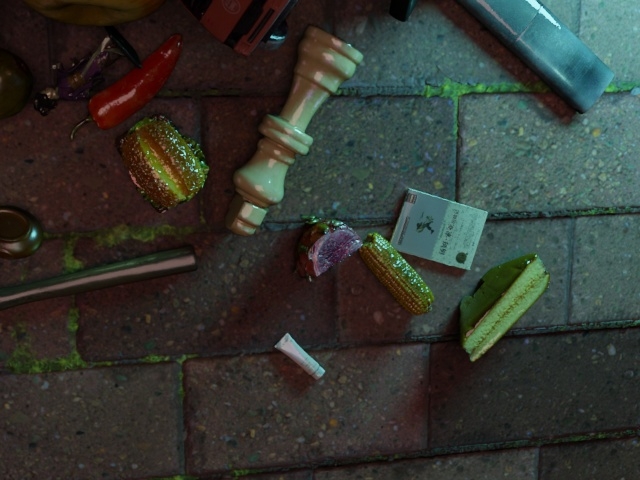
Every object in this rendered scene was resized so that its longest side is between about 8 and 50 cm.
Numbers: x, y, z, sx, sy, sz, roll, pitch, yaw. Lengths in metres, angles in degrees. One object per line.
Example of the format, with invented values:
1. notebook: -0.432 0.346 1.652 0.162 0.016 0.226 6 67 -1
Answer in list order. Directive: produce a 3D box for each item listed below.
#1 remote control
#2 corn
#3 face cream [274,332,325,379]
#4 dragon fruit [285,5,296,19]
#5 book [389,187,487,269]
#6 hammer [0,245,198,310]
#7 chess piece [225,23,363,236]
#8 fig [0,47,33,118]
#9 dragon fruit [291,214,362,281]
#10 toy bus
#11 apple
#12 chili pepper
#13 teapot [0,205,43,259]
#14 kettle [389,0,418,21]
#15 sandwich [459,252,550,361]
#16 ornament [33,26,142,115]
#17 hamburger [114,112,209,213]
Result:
1. remote control: 0.406 -0.400 1.667 0.377 0.044 0.107 37 88 -17
2. corn: 0.149 0.069 1.691 0.068 0.068 0.207 -43 108 -1
3. face cream: -0.039 0.230 1.706 0.115 0.020 0.038 44 90 -14
4. dragon fruit: -0.102 -0.441 1.518 0.138 0.142 0.175 32 56 21
5. book: 0.234 -0.021 1.720 0.181 0.014 0.127 16 98 -15
6. hammer: -0.442 0.079 1.577 0.439 0.044 0.168 -11 105 -11
7. chess piece: -0.067 -0.189 1.573 0.117 0.117 0.397 28 95 -16
8. fig: -0.588 -0.228 1.461 0.236 0.124 0.124 -36 107 17
9. dragon fruit: 0.000 0.000 1.631 0.147 0.102 0.096 -34 114 -14
10. toy bus: -0.074 -0.506 1.358 0.233 0.203 0.427 32 54 -13
11. apple: -0.362 -0.470 1.372 0.286 0.286 0.233 -1 88 -12
12. chili pepper: -0.335 -0.262 1.524 0.272 0.063 0.071 -41 131 -5
13. teapot: -0.552 -0.010 1.522 0.129 0.078 0.098 16 56 -6
14. kettle: 0.188 -0.523 1.441 0.262 0.308 0.203 -32 91 3
15. sandwich: 0.354 0.128 1.742 0.244 0.088 0.090 -47 115 -4
16. ornament: -0.416 -0.289 1.488 0.203 0.088 0.081 -30 128 4
17. hamburger: -0.279 -0.140 1.544 0.137 0.087 0.166 -32 106 -5
